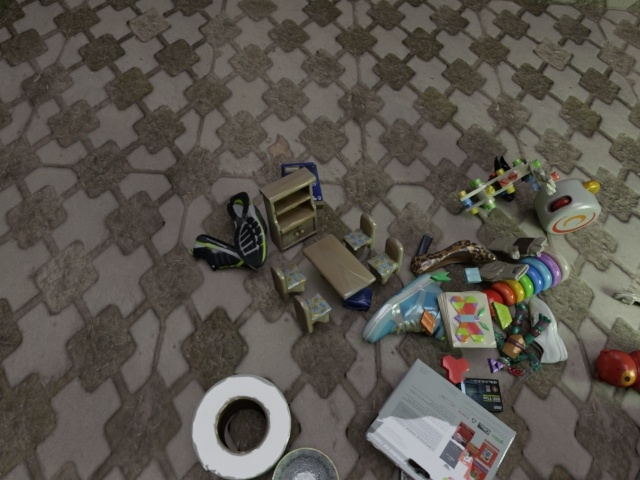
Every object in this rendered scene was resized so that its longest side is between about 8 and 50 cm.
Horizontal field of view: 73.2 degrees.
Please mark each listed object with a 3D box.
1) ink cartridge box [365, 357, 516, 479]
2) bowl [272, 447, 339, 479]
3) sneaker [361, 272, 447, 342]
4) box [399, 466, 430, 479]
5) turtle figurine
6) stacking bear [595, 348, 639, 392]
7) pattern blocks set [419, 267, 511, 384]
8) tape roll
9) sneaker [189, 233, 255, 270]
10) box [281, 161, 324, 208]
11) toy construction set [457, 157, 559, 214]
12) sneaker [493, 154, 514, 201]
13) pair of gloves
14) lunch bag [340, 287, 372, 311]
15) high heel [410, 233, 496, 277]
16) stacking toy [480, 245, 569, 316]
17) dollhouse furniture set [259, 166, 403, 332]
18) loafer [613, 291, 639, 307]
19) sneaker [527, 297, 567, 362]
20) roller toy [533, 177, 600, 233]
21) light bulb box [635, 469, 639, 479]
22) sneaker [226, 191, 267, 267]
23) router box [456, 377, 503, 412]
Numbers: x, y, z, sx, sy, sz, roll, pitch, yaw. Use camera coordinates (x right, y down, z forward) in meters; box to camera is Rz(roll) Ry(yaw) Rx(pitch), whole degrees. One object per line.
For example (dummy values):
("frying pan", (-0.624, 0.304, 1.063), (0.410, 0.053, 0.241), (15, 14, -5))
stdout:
("ink cartridge box", (0.302, 0.528, 1.149), (0.310, 0.130, 0.272), (36, 58, 20))
("bowl", (-0.040, 0.630, 1.110), (0.170, 0.080, 0.170), (2, 59, -4))
("sneaker", (0.296, 0.257, 1.332), (0.319, 0.127, 0.208), (-34, 67, -21))
("box", (0.278, 0.661, 1.149), (0.137, 0.027, 0.093), (7, 60, -1))
("turtle figurine", (0.598, 0.318, 1.327), (0.175, 0.118, 0.234), (31, 79, 24))
("stacking bear", (0.994, 0.399, 1.296), (0.289, 0.175, 0.164), (6, 19, 10))
("pattern blocks set", (0.437, 0.237, 1.285), (0.286, 0.026, 0.324), (-11, 66, -15))
("tape roll", (-0.199, 0.490, 1.126), (0.247, 0.169, 0.245), (2, 60, -3))
("sneaker", (-0.320, 0.061, 1.436), (0.235, 0.084, 0.097), (24, 94, 4))
("box", (-0.072, -0.215, 1.628), (0.137, 0.036, 0.225), (-6, 59, -9))
("toy construction set", (0.674, -0.205, 1.555), (0.215, 0.328, 0.151), (-24, 98, -58))
("sneaker", (0.718, -0.242, 1.681), (0.051, 0.089, 0.170), (-10, 61, -11))
("pair of gloves", (0.633, 0.063, 1.454), (0.240, 0.204, 0.042), (-42, 110, -28))
("lunch bag", (0.114, 0.190, 1.387), (0.099, 0.067, 0.065), (10, 59, 4))
("high heel", (0.445, 0.082, 1.458), (0.262, 0.093, 0.186), (13, 52, 22))
("stacking toy", (0.655, 0.151, 1.429), (0.331, 0.141, 0.141), (-29, 66, -15))
("dollhouse furniture set", (0.000, 0.000, 1.336), (0.362, 0.256, 0.394), (-30, 54, -20))
("loafer", (1.071, 0.207, 1.477), (0.125, 0.045, 0.039), (12, 66, -1))
("sneaker", (0.702, 0.287, 1.384), (0.094, 0.080, 0.212), (-13, 62, 1))
("roller toy", (0.889, -0.129, 1.567), (0.191, 0.209, 0.146), (-7, 60, -2))
("light bulb box", (1.009, 0.610, 1.053), (0.225, 0.357, 0.361), (39, 65, 19))
("sneaker", (-0.219, -0.030, 1.432), (0.111, 0.121, 0.299), (-30, 51, 15))
("router box", (0.470, 0.459, 1.278), (0.123, 0.038, 0.092), (4, 60, -3))
